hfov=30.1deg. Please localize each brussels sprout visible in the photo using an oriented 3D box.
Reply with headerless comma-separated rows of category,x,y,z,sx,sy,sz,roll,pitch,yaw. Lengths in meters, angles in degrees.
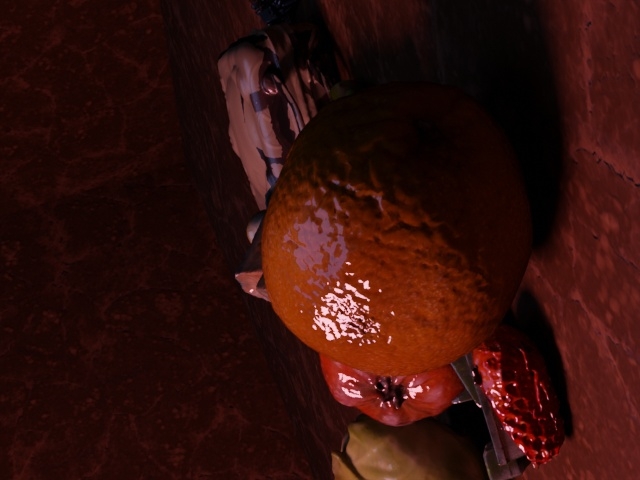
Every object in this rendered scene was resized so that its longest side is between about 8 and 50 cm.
brussels sprout,0.162,0.412,1.881,0.328,0.247,0.328,174,90,-65

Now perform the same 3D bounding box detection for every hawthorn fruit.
hawthorn fruit,0.116,0.131,1.784,0.272,0.242,0.242,-82,-11,-46

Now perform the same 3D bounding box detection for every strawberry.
strawberry,0.260,0.186,1.487,0.188,0.082,0.121,60,-152,-3

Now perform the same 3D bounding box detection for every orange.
orange,0.089,-0.017,1.360,0.357,0.322,0.322,99,152,-50

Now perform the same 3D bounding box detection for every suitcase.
suitcase,-0.058,-0.206,2.080,0.339,0.194,0.351,-166,59,-74

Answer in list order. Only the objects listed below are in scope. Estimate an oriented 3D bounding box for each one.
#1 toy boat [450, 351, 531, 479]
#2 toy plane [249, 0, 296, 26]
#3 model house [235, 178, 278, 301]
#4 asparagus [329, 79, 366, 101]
toy boat,0.209,0.162,1.604,0.141,0.092,0.319,25,-133,-79
toy plane,-0.080,-0.426,2.177,0.130,0.061,0.189,51,171,-16
model house,0.000,0.000,1.698,0.194,0.267,0.325,32,163,-23
asparagus,0.080,-0.183,1.807,0.278,0.060,0.067,-122,19,-55
